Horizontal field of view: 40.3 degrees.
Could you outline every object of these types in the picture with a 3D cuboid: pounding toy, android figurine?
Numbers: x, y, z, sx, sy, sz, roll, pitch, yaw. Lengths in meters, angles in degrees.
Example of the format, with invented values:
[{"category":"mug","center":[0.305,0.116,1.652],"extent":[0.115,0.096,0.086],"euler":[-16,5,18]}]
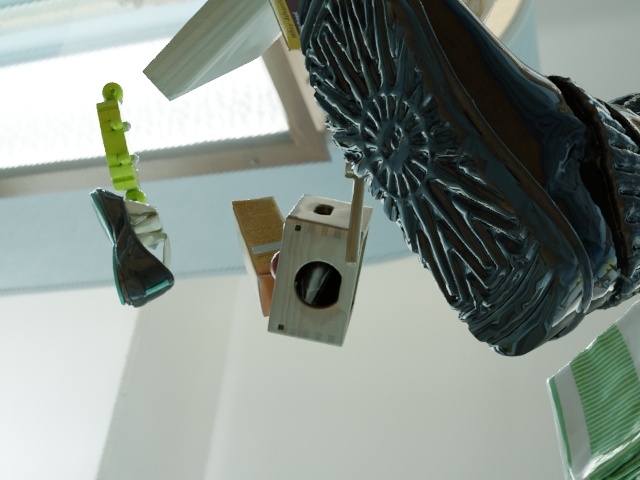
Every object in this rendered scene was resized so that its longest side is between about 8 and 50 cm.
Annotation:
[{"category":"pounding toy","center":[0.000,-0.003,0.908],"extent":[0.094,0.206,0.181],"euler":[11,-165,5]},{"category":"android figurine","center":[-0.379,-0.176,1.659],"extent":[0.056,0.273,0.248],"euler":[-12,-89,-10]}]

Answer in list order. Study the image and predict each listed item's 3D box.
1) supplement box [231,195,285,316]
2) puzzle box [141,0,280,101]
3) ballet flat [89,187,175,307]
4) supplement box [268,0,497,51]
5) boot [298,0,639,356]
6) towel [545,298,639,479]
[{"category":"supplement box","center":[-0.078,0.017,1.317],"extent":[0.080,0.078,0.233],"euler":[-12,-148,-12]},{"category":"puzzle box","center":[-0.060,-0.322,1.144],"extent":[0.272,0.052,0.409],"euler":[-42,-173,20]},{"category":"ballet flat","center":[-0.281,0.003,1.331],"extent":[0.096,0.095,0.280],"euler":[-18,-139,-13]},{"category":"supplement box","center":[0.049,-0.283,0.803],"extent":[0.194,0.191,0.129],"euler":[11,-125,30]},{"category":"boot","center":[0.156,-0.095,0.641],"extent":[0.260,0.131,0.348],"euler":[-19,-108,-30]},{"category":"towel","center":[0.375,0.125,0.964],"extent":[0.325,0.038,0.248],"euler":[-53,-170,25]}]
